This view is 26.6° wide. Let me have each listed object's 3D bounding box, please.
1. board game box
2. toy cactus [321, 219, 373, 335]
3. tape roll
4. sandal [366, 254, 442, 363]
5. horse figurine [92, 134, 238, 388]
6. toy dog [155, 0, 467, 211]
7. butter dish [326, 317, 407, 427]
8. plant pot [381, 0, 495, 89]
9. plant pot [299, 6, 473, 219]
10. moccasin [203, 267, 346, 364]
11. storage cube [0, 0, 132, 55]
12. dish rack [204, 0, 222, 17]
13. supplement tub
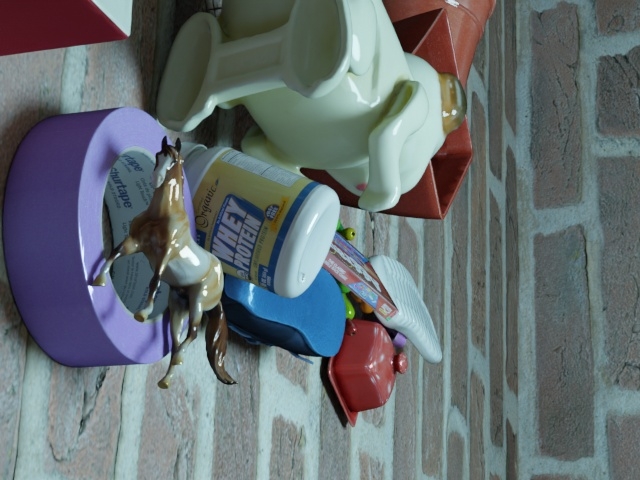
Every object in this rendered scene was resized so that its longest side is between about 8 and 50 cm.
[{"bbox_3d":[0.000,0.000,1.952,0.281,0.027,0.145,40,14,-36],"label":"board game box"},{"bbox_3d":[0.018,0.031,2.166,0.180,0.112,0.219,-101,170,-52],"label":"toy cactus"},{"bbox_3d":[-0.229,-0.002,1.451,0.275,0.090,0.274,-4,90,-70],"label":"tape roll"},{"bbox_3d":[0.122,0.122,2.412,0.416,0.102,0.169,48,25,-63],"label":"sandal"},{"bbox_3d":[-0.152,0.042,1.427,0.263,0.066,0.174,63,35,-42],"label":"horse figurine"},{"bbox_3d":[0.015,-0.208,1.812,0.408,0.285,0.395,38,41,-47],"label":"toy dog"},{"bbox_3d":[0.087,0.207,2.252,0.160,0.118,0.160,-77,153,-43],"label":"butter dish"},{"bbox_3d":[0.157,-0.326,2.404,0.272,0.272,0.265,48,50,-60],"label":"plant pot"},{"bbox_3d":[0.087,-0.195,2.166,0.267,0.236,0.267,-57,137,-58],"label":"plant pot"},{"bbox_3d":[-0.069,0.076,1.838,0.342,0.117,0.137,39,54,-59],"label":"moccasin"},{"bbox_3d":[-0.288,-0.285,1.193,0.215,0.193,0.183,46,43,-62],"label":"storage cube"},{"bbox_3d":[-0.106,-0.339,1.901,0.208,0.074,0.271,-34,118,-67],"label":"dish rack"},{"bbox_3d":[-0.092,-0.029,1.626,0.144,0.200,0.144,22,90,-76],"label":"supplement tub"}]
